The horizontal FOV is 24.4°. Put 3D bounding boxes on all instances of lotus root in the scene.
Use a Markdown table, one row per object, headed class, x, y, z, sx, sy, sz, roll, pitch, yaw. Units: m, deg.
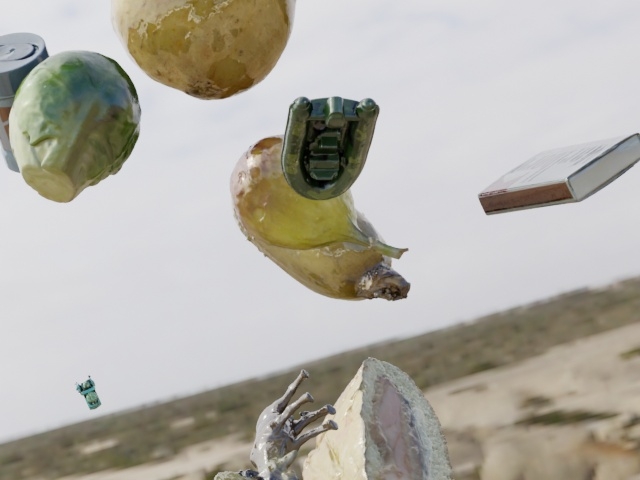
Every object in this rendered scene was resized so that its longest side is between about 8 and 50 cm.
| class | x | y | z | sx | sy | sz | roll | pitch | yaw |
| --- | --- | --- | --- | --- | --- | --- | --- | --- | --- |
| lotus root | 0.000 | 0.000 | 2.258 | 0.151 | 0.343 | 0.169 | -49 | -27 | -1 |

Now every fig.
| class | x | y | z | sx | sy | sz | roll | pitch | yaw |
| --- | --- | --- | --- | --- | --- | --- | --- | --- | --- |
| fig | 0.006 | -0.041 | 1.965 | 0.159 | 0.257 | 0.159 | -49 | -23 | -29 |

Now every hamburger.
| class | x | y | z | sx | sy | sz | roll | pitch | yaw |
| --- | --- | --- | --- | --- | --- | --- | --- | --- | --- |
| hamburger | 0.075 | 0.352 | 2.243 | 0.162 | 0.330 | 0.209 | 23 | -57 | -22 |

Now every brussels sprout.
| class | x | y | z | sx | sy | sz | roll | pitch | yaw |
| --- | --- | --- | --- | --- | --- | --- | --- | --- | --- |
| brussels sprout | -0.301 | -0.143 | 1.796 | 0.144 | 0.180 | 0.161 | 16 | -38 | 17 |

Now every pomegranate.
| class | x | y | z | sx | sy | sz | roll | pitch | yaw |
| --- | --- | --- | --- | --- | --- | --- | --- | --- | --- |
| pomegranate | -0.164 | -0.321 | 2.056 | 0.260 | 0.260 | 0.260 | -16 | -6 | -2 |

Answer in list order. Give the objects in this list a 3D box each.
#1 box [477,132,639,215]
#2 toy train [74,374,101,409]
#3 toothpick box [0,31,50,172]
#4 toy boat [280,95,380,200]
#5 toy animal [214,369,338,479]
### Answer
| class | x | y | z | sx | sy | sz | roll | pitch | yaw |
| --- | --- | --- | --- | --- | --- | --- | --- | --- | --- |
| box | 0.265 | -0.071 | 1.630 | 0.115 | 0.036 | 0.177 | -33 | 10 | -24 |
| toy train | -0.343 | 0.227 | 2.188 | 0.029 | 0.045 | 0.092 | -25 | -7 | -11 |
| toothpick box | -0.378 | -0.175 | 1.884 | 0.101 | 0.153 | 0.101 | -8 | 37 | 6 |
| toy boat | 0.008 | -0.110 | 1.713 | 0.104 | 0.052 | 0.210 | -1 | -28 | -8 |
| toy animal | -0.060 | 0.283 | 1.956 | 0.186 | 0.094 | 0.214 | -40 | 11 | 8 |
